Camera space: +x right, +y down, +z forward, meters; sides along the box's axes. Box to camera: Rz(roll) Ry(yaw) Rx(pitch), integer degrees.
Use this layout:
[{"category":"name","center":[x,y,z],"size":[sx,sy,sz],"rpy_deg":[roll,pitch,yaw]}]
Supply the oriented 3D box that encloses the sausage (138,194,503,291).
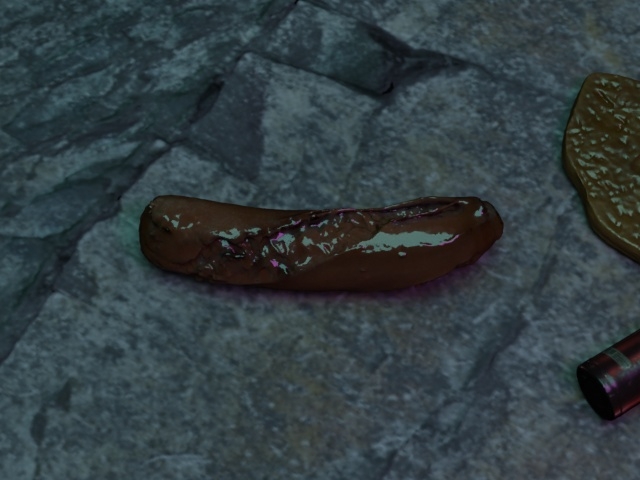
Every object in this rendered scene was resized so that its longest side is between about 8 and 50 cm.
[{"category":"sausage","center":[-0.001,0.002,1.427],"size":[0.327,0.079,0.087],"rpy_deg":[1,79,2]}]

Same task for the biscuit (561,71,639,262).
[{"category":"biscuit","center":[0.302,-0.065,1.480],"size":[0.142,0.029,0.220],"rpy_deg":[-20,65,-7]}]

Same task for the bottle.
[{"category":"bottle","center":[0.305,0.094,1.390],"size":[0.164,0.060,0.060],"rpy_deg":[-29,67,-13]}]
